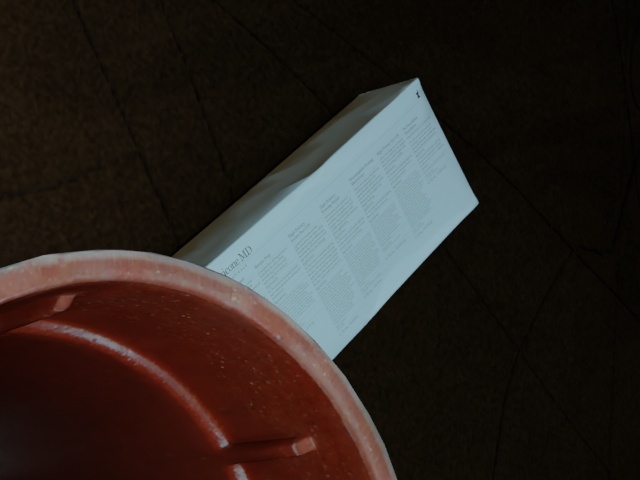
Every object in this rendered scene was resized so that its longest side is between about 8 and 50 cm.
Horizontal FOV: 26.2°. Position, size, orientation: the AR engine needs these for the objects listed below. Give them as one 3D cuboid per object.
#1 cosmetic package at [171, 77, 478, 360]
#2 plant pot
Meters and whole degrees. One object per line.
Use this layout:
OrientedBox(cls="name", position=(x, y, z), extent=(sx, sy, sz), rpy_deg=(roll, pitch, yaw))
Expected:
OrientedBox(cls="cosmetic package", position=(0.000, 0.000, 0.844), extent=(0.239, 0.060, 0.099), rpy_deg=(-43, 115, -41))
OrientedBox(cls="plant pot", position=(-0.147, 0.153, 0.524), extent=(0.272, 0.265, 0.272), rpy_deg=(9, 77, -43))
